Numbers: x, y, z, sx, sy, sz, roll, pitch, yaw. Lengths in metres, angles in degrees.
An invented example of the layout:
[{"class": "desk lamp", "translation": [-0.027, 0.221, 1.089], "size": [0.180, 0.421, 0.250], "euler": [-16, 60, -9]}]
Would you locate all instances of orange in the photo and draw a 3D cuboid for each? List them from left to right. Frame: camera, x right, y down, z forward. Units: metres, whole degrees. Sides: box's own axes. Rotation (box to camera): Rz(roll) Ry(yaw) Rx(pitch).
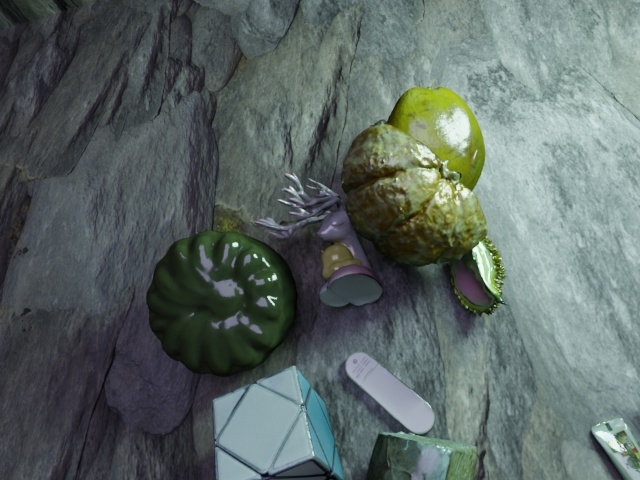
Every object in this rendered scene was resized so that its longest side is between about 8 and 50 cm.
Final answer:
[{"class": "orange", "translation": [0.182, -0.068, 0.995], "size": [0.369, 0.271, 0.210], "euler": [41, 74, -12]}]

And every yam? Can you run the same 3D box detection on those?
[{"class": "yam", "translation": [0.173, 0.518, 0.850], "size": [0.201, 0.202, 0.271], "euler": [-5, 63, 38]}]

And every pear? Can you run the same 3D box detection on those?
[{"class": "pear", "translation": [0.288, -0.231, 1.126], "size": [0.269, 0.269, 0.321], "euler": [-9, 96, 12]}]

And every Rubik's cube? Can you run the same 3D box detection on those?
[{"class": "Rubik's cube", "translation": [-0.091, 0.428, 0.929], "size": [0.207, 0.205, 0.205], "euler": [-23, 43, 5]}]

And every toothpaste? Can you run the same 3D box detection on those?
[{"class": "toothpaste", "translation": [0.614, 0.471, 0.826], "size": [0.067, 0.037, 0.255], "euler": [-22, 57, 5]}]

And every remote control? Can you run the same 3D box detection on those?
[{"class": "remote control", "translation": [0.158, 0.351, 1.025], "size": [0.245, 0.022, 0.077], "euler": [35, 76, 28]}]

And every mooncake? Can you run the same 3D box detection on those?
[{"class": "mooncake", "translation": [-0.240, 0.150, 1.084], "size": [0.356, 0.194, 0.356], "euler": [0, 89, 14]}]

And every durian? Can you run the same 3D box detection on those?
[{"class": "durian", "translation": [0.385, 0.082, 1.049], "size": [0.095, 0.137, 0.220], "euler": [8, 54, -16]}]

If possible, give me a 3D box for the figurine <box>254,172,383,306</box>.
[{"class": "figurine", "translation": [0.009, -0.008, 1.107], "size": [0.284, 0.206, 0.315], "euler": [5, 49, -27]}]
